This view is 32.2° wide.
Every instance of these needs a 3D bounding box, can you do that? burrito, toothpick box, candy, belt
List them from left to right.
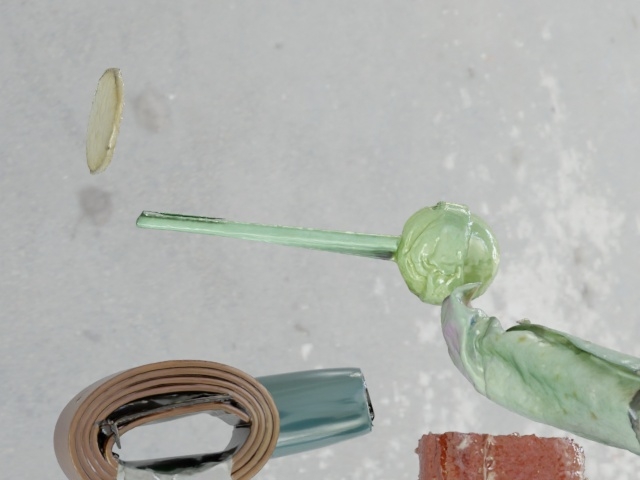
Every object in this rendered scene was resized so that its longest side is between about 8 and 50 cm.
[{"bbox_3d":[-0.185,0.239,1.350,0.261,0.105,0.184,-9,85,-25],"label":"belt"},{"bbox_3d":[-0.017,0.244,1.605,0.120,0.184,0.120,-11,90,-89],"label":"toothpick box"},{"bbox_3d":[0.000,0.000,1.016,0.336,0.093,0.092,5,34,-6],"label":"candy"},{"bbox_3d":[0.199,0.113,0.908,0.144,0.229,0.089,38,78,-42],"label":"burrito"}]

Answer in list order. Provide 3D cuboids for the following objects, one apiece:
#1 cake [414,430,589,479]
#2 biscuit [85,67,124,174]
[{"bbox_3d":[0.286,0.385,1.786,0.177,0.283,0.150,70,21,-78],"label":"cake"},{"bbox_3d":[-0.299,-0.166,1.527,0.020,0.152,0.152,8,74,-26],"label":"biscuit"}]
